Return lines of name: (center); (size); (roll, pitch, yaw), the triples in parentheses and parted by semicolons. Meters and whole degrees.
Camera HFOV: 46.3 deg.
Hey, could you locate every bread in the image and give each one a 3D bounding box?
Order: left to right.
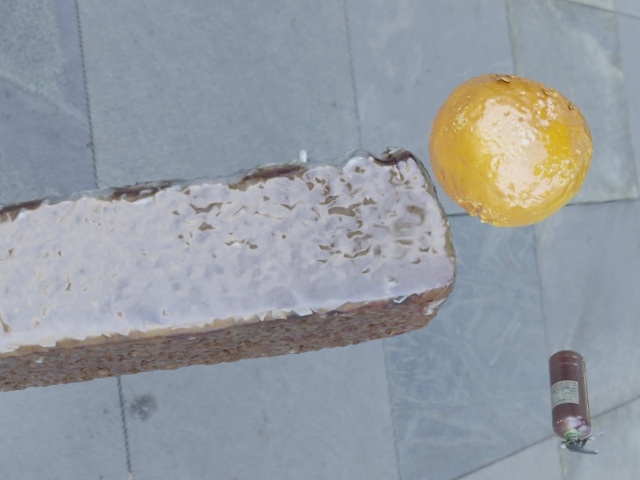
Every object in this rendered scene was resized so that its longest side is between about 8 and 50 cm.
bread: (-0.126, 0.030, 0.510); (0.417, 0.165, 0.113); (-8, 72, -3)

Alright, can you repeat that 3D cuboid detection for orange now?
orange: (0.391, -0.180, 1.586); (0.341, 0.341, 0.293); (29, 85, -35)

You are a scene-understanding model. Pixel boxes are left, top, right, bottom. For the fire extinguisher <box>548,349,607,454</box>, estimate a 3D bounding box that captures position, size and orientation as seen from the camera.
fire extinguisher: (0.487, 0.312, 1.424); (0.071, 0.099, 0.231); (44, 35, -23)
